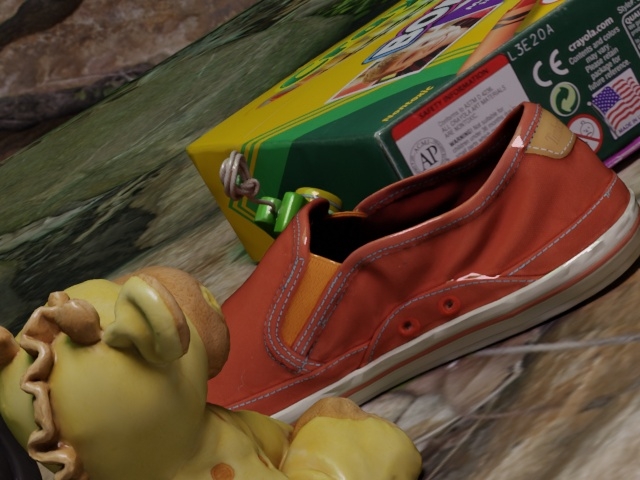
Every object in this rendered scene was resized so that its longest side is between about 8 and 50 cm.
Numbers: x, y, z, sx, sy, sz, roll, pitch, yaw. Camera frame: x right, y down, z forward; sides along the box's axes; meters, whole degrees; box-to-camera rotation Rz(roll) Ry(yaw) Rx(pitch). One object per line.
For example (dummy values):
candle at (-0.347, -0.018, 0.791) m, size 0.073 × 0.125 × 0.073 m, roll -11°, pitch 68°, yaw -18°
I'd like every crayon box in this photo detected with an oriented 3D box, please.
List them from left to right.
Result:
crayon box at (0.128, -0.121, 1.280) m, size 0.363 × 0.106 × 0.313 m, roll -35°, pitch 15°, yaw -19°

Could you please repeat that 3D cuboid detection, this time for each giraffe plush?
giraffe plush at (-0.073, 0.087, 0.843) m, size 0.181 × 0.170 × 0.210 m, roll -28°, pitch 15°, yaw 9°

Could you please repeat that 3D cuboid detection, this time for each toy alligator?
toy alligator at (0.000, 0.000, 1.103) m, size 0.051 × 0.189 × 0.056 m, roll 9°, pitch 72°, yaw 22°

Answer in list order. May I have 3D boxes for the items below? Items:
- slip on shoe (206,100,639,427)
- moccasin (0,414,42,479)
slip on shoe at (0.003, 0.030, 1.035) m, size 0.331 × 0.101 × 0.123 m, roll -27°, pitch 16°, yaw 17°
moccasin at (-0.266, 0.181, 0.974) m, size 0.147 × 0.139 × 0.380 m, roll -27°, pitch 14°, yaw 18°
